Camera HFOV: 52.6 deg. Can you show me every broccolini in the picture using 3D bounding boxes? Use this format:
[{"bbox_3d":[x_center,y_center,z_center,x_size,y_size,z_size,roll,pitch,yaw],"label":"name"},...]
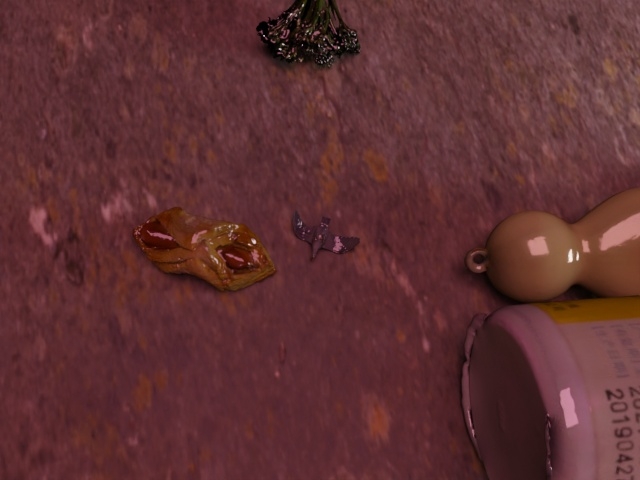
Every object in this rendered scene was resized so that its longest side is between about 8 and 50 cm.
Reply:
[{"bbox_3d":[-0.058,-0.335,0.830,0.123,0.062,0.271,-23,81,-28],"label":"broccolini"}]

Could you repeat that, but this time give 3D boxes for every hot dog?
[{"bbox_3d":[-0.129,0.008,0.711,0.169,0.061,0.078,13,73,-1],"label":"hot dog"}]

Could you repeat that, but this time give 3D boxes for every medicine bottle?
[{"bbox_3d":[0.351,0.156,0.628,0.378,0.213,0.213,-3,72,-7],"label":"medicine bottle"}]

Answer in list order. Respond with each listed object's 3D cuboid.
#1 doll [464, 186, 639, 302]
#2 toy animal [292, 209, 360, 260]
[{"bbox_3d":[0.311,0.011,0.732,0.296,0.117,0.141,-1,102,6],"label":"doll"},{"bbox_3d":[0.000,0.000,0.743,0.084,0.028,0.050,25,63,4],"label":"toy animal"}]
